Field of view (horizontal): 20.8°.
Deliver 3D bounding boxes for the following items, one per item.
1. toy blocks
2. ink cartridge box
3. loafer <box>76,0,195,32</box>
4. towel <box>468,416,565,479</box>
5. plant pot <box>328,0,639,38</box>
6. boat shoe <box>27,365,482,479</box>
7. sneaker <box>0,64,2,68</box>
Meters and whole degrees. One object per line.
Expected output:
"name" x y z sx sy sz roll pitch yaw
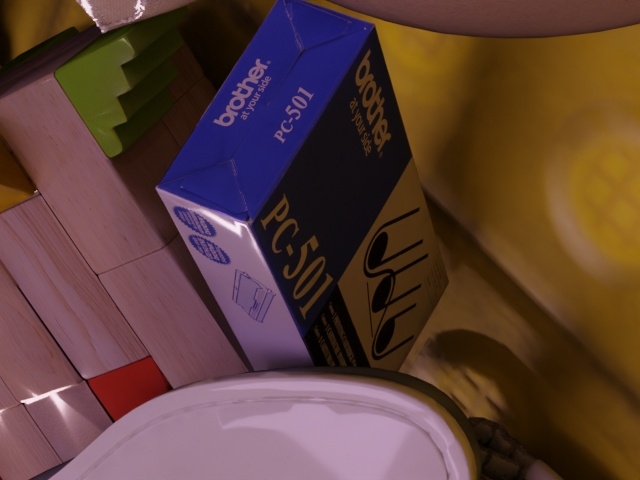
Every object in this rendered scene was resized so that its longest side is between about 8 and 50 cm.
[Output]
"toy blocks" -0.141 0.050 0.928 0.381 0.191 0.261 -21 108 37
"ink cartridge box" 0.000 0.000 0.732 0.046 0.097 0.207 22 157 24
"loafer" -0.138 -0.166 0.681 0.092 0.268 0.102 -45 31 16
"towel" 0.109 0.247 0.795 0.284 0.121 0.235 39 130 26
"plant pot" 0.031 -0.196 0.620 0.284 0.191 0.284 20 120 38
"boat shoe" -0.049 0.118 0.789 0.319 0.099 0.116 -27 93 37
"sneaker" -0.258 -0.074 1.039 0.185 0.084 0.069 -35 82 47
